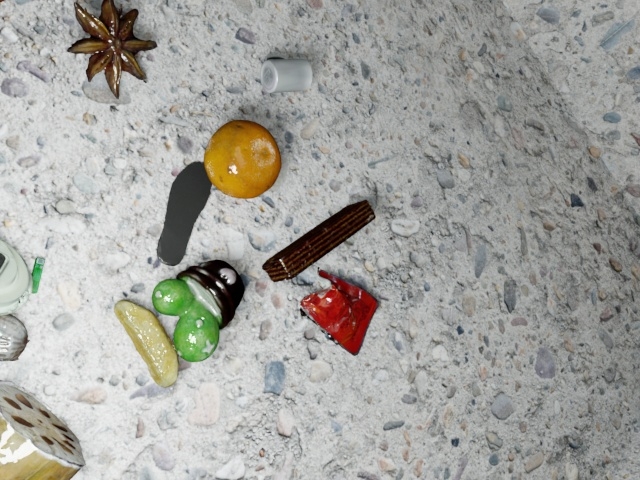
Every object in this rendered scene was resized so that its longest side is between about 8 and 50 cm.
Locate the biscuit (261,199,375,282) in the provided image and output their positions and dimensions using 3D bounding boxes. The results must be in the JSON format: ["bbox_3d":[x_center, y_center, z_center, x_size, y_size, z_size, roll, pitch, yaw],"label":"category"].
[{"bbox_3d":[0.000,0.000,1.915,0.388,0.107,0.073,-34,100,-35],"label":"biscuit"}]

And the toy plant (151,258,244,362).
[{"bbox_3d":[-0.300,0.165,1.631,0.218,0.175,0.235,53,53,-6],"label":"toy plant"}]

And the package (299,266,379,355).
[{"bbox_3d":[0.059,0.199,1.930,0.269,0.071,0.194,39,74,-24],"label":"package"}]

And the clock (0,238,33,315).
[{"bbox_3d":[-0.715,0.053,1.391,0.236,0.053,0.236,36,27,-21],"label":"clock"}]

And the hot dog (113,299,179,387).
[{"bbox_3d":[-0.413,0.242,1.596,0.073,0.084,0.242,-33,96,-39],"label":"hot dog"}]

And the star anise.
[{"bbox_3d":[-0.552,-0.504,1.693,0.272,0.103,0.271,-13,107,-50],"label":"star anise"}]

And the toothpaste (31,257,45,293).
[{"bbox_3d":[-0.657,0.081,1.516,0.020,0.017,0.083,18,69,-32],"label":"toothpaste"}]

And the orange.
[{"bbox_3d":[-0.213,-0.218,1.795,0.224,0.170,0.223,14,72,-48],"label":"orange"}]

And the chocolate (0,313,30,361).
[{"bbox_3d":[-0.732,0.165,1.392,0.248,0.110,0.110,42,59,-24],"label":"chocolate"}]

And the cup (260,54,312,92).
[{"bbox_3d":[-0.114,-0.504,1.992,0.133,0.136,0.099,-14,120,-34],"label":"cup"}]

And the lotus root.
[{"bbox_3d":[-0.621,0.429,1.326,0.272,0.272,0.192,41,75,-18],"label":"lotus root"}]

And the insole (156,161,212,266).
[{"bbox_3d":[-0.363,-0.076,1.753,0.110,0.012,0.309,23,66,-28],"label":"insole"}]
